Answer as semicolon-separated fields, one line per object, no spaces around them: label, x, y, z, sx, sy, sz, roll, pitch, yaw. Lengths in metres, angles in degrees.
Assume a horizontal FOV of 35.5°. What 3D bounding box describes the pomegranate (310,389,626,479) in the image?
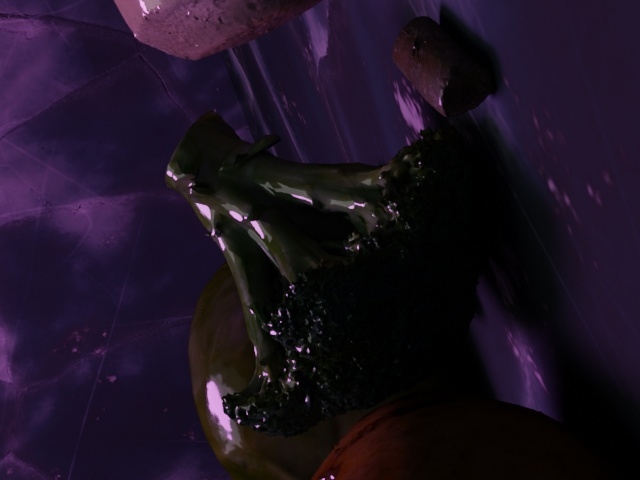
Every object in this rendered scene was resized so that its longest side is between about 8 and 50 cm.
pomegranate;0.099;0.243;0.701;0.281;0.281;0.281;158;90;-85

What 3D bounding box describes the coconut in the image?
coconut;-0.088;-0.272;0.784;0.224;0.224;0.234;-165;51;-83

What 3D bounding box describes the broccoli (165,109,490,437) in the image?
broccoli;0.000;0.000;0.761;0.269;0.269;0.254;69;-156;-10

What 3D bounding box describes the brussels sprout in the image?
brussels sprout;0.013;0.180;1.132;0.371;0.276;0.315;52;175;-32

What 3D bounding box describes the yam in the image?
yam;0.076;-0.114;0.650;0.094;0.043;0.043;-120;10;-49
